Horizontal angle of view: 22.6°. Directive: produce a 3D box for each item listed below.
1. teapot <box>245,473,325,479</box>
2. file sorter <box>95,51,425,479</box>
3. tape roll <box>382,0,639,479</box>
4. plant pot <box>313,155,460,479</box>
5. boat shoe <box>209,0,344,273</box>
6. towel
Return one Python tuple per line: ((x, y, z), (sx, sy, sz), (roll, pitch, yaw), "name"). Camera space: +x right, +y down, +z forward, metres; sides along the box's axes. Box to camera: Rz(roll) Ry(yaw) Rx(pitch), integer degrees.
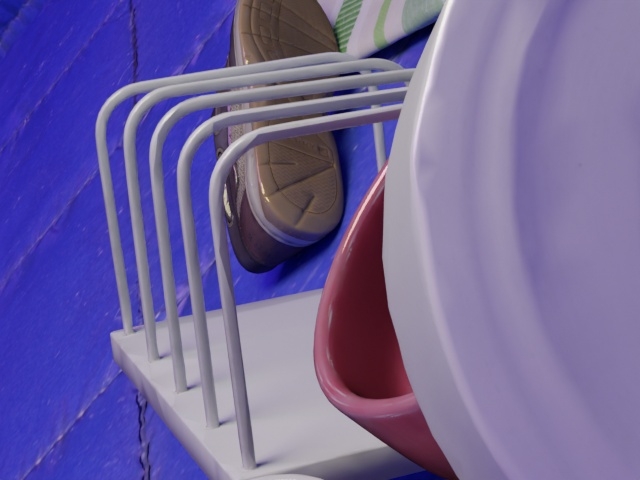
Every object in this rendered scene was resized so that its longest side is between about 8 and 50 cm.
((0.040, 0.180, 0.573), (0.187, 0.256, 0.252), (-41, -6, -31), "teapot")
((0.000, 0.000, 0.851), (0.278, 0.193, 0.173), (-151, 53, -68), "file sorter")
((0.163, -0.007, 0.476), (0.286, 0.286, 0.100), (-59, -2, -10), "tape roll")
((0.128, 0.028, 0.646), (0.201, 0.180, 0.201), (-44, 24, 26), "plant pot")
((-0.043, -0.099, 1.260), (0.092, 0.103, 0.285), (-41, 40, 36), "boat shoe")
((0.038, -0.227, 1.398), (0.325, 0.038, 0.247), (-24, 38, 49), "towel")
